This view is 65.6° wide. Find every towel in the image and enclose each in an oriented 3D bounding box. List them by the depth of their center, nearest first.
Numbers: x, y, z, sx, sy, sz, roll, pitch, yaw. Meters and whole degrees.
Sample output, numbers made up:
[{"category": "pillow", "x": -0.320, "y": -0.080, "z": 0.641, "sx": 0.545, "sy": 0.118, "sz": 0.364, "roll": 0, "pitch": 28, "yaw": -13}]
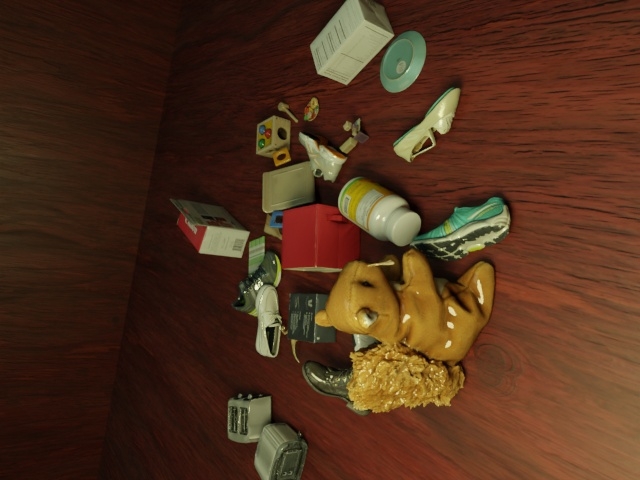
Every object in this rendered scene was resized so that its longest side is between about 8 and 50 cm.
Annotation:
[{"category": "towel", "x": -0.257, "y": 0.067, "z": 2.043, "sx": 0.113, "sy": 0.023, "sz": 0.152, "roll": -18, "pitch": 67, "yaw": 47}]

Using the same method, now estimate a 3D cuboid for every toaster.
[{"category": "toaster", "x": -0.136, "y": 0.717, "z": 1.667, "sx": 0.146, "sy": 0.129, "sz": 0.227, "roll": 23, "pitch": 103, "yaw": 54}, {"category": "toaster", "x": -0.261, "y": 0.667, "z": 1.851, "sx": 0.168, "sy": 0.110, "sz": 0.186, "roll": -17, "pitch": 70, "yaw": 50}]

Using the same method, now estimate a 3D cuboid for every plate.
[{"category": "plate", "x": 0.243, "y": -0.548, "z": 1.516, "sx": 0.188, "sy": 0.024, "sz": 0.188, "roll": -15, "pitch": 71, "yaw": 49}]

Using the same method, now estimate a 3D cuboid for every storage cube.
[{"category": "storage cube", "x": 0.000, "y": 0.000, "z": 1.590, "sx": 0.215, "sy": 0.183, "sz": 0.193, "roll": -8, "pitch": 78, "yaw": 50}]

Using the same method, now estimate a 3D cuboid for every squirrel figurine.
[{"category": "squirrel figurine", "x": 0.179, "y": 0.215, "z": 1.162, "sx": 0.281, "sy": 0.370, "sz": 0.398, "roll": -1, "pitch": 82, "yaw": 52}]

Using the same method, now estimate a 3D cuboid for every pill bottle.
[{"category": "pill bottle", "x": 0.170, "y": -0.081, "z": 1.424, "sx": 0.245, "sy": 0.136, "sz": 0.137, "roll": 39, "pitch": 114, "yaw": 48}]

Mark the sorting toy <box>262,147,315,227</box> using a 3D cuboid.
[{"category": "sorting toy", "x": -0.113, "y": -0.190, "z": 1.811, "sx": 0.195, "sy": 0.047, "sz": 0.348, "roll": -10, "pitch": 60, "yaw": 13}]

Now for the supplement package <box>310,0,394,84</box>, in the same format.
[{"category": "supplement package", "x": 0.098, "y": -0.656, "z": 1.629, "sx": 0.244, "sy": 0.139, "sz": 0.134, "roll": -36, "pitch": 57, "yaw": 42}]

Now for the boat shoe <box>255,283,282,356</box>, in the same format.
[{"category": "boat shoe", "x": -0.186, "y": 0.299, "z": 1.843, "sx": 0.088, "sy": 0.096, "sz": 0.268, "roll": 4, "pitch": 88, "yaw": 48}]

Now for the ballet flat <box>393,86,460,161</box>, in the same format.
[{"category": "ballet flat", "x": 0.305, "y": -0.305, "z": 1.357, "sx": 0.248, "sy": 0.086, "sz": 0.086, "roll": -44, "pitch": 51, "yaw": 40}]

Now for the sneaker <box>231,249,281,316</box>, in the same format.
[{"category": "sneaker", "x": -0.246, "y": 0.170, "z": 1.921, "sx": 0.111, "sy": 0.121, "sz": 0.300, "roll": 46, "pitch": 118, "yaw": 46}]

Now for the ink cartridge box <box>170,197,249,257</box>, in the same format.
[{"category": "ink cartridge box", "x": -0.507, "y": -0.058, "z": 2.179, "sx": 0.309, "sy": 0.271, "sz": 0.130, "roll": 39, "pitch": 113, "yaw": 49}]

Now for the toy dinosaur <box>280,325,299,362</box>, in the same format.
[{"category": "toy dinosaur", "x": -0.096, "y": 0.331, "z": 1.753, "sx": 0.092, "sy": 0.053, "sz": 0.183, "roll": 17, "pitch": 96, "yaw": 51}]

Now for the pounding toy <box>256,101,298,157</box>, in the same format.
[{"category": "pounding toy", "x": -0.177, "y": -0.457, "z": 1.979, "sx": 0.181, "sy": 0.094, "sz": 0.206, "roll": -10, "pitch": 75, "yaw": 51}]

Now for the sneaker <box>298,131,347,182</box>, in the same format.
[{"category": "sneaker", "x": -0.014, "y": -0.294, "z": 1.741, "sx": 0.262, "sy": 0.099, "sz": 0.121, "roll": 47, "pitch": 124, "yaw": 47}]

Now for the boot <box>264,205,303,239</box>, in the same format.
[{"category": "boot", "x": -0.091, "y": -0.093, "z": 1.806, "sx": 0.248, "sy": 0.090, "sz": 0.207, "roll": 23, "pitch": 89, "yaw": 36}]

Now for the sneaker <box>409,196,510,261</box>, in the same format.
[{"category": "sneaker", "x": 0.347, "y": -0.024, "z": 1.241, "sx": 0.275, "sy": 0.107, "sz": 0.110, "roll": -23, "pitch": 46, "yaw": 43}]

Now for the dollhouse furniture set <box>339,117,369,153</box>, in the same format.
[{"category": "dollhouse furniture set", "x": 0.090, "y": -0.355, "z": 1.638, "sx": 0.114, "sy": 0.090, "sz": 0.081, "roll": -39, "pitch": 39, "yaw": 45}]

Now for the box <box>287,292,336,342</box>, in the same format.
[{"category": "box", "x": -0.028, "y": 0.255, "z": 1.646, "sx": 0.158, "sy": 0.093, "sz": 0.156, "roll": -6, "pitch": 78, "yaw": 52}]

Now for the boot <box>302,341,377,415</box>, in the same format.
[{"category": "boot", "x": 0.102, "y": 0.359, "z": 1.386, "sx": 0.229, "sy": 0.262, "sz": 0.091, "roll": -58, "pitch": 2, "yaw": 33}]

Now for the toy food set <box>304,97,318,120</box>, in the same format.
[{"category": "toy food set", "x": -0.034, "y": -0.488, "z": 1.862, "sx": 0.083, "sy": 0.020, "sz": 0.083, "roll": -20, "pitch": 68, "yaw": 48}]

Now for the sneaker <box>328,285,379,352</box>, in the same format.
[{"category": "sneaker", "x": 0.101, "y": 0.215, "z": 1.490, "sx": 0.153, "sy": 0.101, "sz": 0.269, "roll": -21, "pitch": 61, "yaw": 49}]
